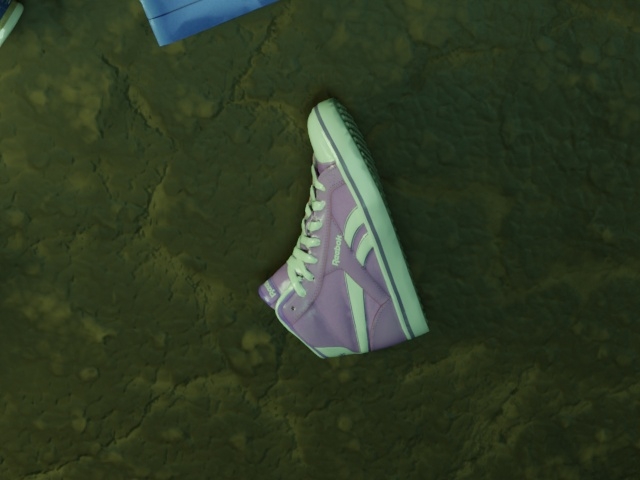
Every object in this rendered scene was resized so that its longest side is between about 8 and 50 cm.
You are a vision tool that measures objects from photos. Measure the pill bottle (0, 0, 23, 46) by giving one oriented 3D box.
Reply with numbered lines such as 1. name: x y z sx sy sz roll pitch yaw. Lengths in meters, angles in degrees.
1. pill bottle: -0.354 -0.233 1.631 0.120 0.067 0.067 34 105 -16

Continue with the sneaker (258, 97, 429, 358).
1. sneaker: 0.000 0.001 1.736 0.161 0.102 0.282 -17 112 5

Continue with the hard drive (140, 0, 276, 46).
1. hard drive: -0.119 -0.370 1.611 0.210 0.040 0.319 -21 112 4
